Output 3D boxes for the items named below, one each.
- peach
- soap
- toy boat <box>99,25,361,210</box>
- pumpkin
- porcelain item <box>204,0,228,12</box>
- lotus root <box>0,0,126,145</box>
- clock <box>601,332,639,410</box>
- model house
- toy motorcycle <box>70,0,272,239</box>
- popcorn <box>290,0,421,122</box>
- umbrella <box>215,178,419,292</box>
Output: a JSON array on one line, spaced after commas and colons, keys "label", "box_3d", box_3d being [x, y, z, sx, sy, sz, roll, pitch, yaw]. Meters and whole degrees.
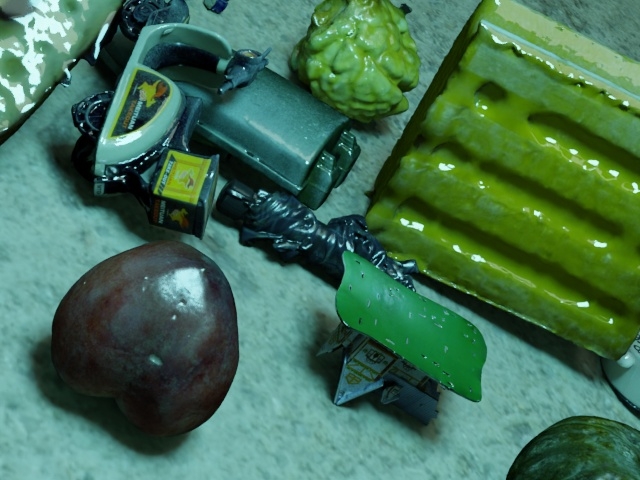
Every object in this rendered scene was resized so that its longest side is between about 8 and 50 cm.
[{"label": "peach", "box_3d": [-0.131, 0.070, 1.053, 0.152, 0.152, 0.152, 25, 34, -19]}, {"label": "soap", "box_3d": [0.242, -0.064, 1.417, 0.335, 0.293, 0.156, 25, 31, -3]}, {"label": "toy boat", "box_3d": [-0.111, -0.151, 1.418, 0.320, 0.092, 0.141, 32, 32, 6]}, {"label": "pumpkin", "box_3d": [0.267, 0.258, 1.194, 0.224, 0.157, 0.223, 36, 30, -25]}, {"label": "porcelain item", "box_3d": [-0.133, -0.332, 1.683, 0.075, 0.021, 0.136, 3, 46, -42]}, {"label": "lotus root", "box_3d": [-0.341, -0.256, 1.179, 0.391, 0.111, 0.374, -8, 77, -25]}, {"label": "clock", "box_3d": [0.399, 0.149, 1.537, 0.229, 0.063, 0.156, 30, 32, 16]}, {"label": "model house", "box_3d": [0.063, 0.105, 1.254, 0.167, 0.088, 0.117, 30, 33, -14]}, {"label": "toy motorcycle", "box_3d": [-0.146, -0.135, 1.286, 0.157, 0.091, 0.263, 15, 55, 0]}, {"label": "popcorn", "box_3d": [0.050, -0.226, 1.612, 0.174, 0.142, 0.173, 23, 41, -21]}, {"label": "umbrella", "box_3d": [0.001, -0.002, 1.348, 0.224, 0.071, 0.080, 28, 27, -13]}]
